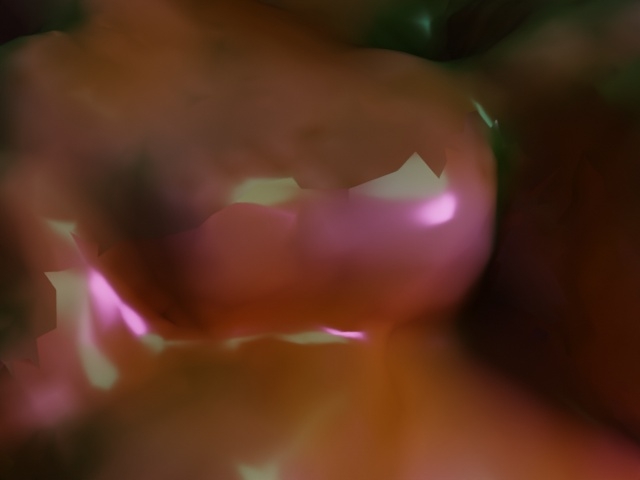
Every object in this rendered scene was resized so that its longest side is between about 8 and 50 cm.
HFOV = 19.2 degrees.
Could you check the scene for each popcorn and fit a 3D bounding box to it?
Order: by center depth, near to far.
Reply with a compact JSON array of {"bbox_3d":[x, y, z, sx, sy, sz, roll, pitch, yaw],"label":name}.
[{"bbox_3d":[-0.020,0.052,0.500,0.344,0.390,0.354,38,67,16],"label":"popcorn"}]
